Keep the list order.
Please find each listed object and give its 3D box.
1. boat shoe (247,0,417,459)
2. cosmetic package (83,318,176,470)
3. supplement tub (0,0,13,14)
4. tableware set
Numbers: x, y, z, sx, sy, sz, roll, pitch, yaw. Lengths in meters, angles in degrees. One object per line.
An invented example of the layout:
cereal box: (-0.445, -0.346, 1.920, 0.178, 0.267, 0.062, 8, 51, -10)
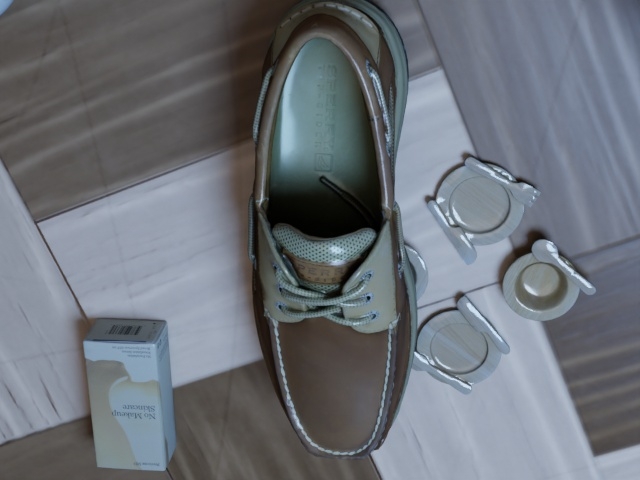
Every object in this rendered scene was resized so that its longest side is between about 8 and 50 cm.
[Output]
boat shoe: (0.000, 0.000, 0.772, 0.122, 0.120, 0.324, -1, 105, 9)
cosmetic package: (-0.149, 0.122, 0.903, 0.060, 0.041, 0.115, 0, 112, 7)
supplement tub: (-0.304, -0.207, 0.707, 0.272, 0.191, 0.191, -12, 110, 13)
tableware set: (0.108, 0.030, 0.841, 0.141, 0.020, 0.168, 44, 112, -10)
